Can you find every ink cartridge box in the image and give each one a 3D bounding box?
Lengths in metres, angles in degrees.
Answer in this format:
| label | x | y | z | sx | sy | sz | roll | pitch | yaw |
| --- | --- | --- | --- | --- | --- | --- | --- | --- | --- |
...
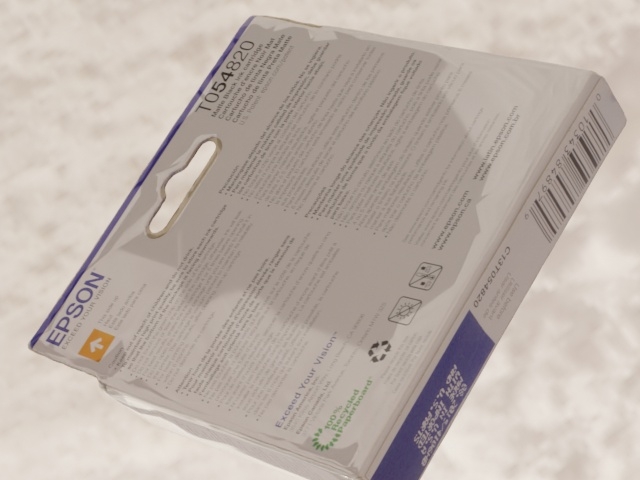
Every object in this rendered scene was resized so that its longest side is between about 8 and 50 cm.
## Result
| label | x | y | z | sx | sy | sz | roll | pitch | yaw |
| --- | --- | --- | --- | --- | --- | --- | --- | --- | --- |
| ink cartridge box | 0.000 | 0.000 | 0.920 | 0.223 | 0.224 | 0.045 | -58 | 137 | -18 |
